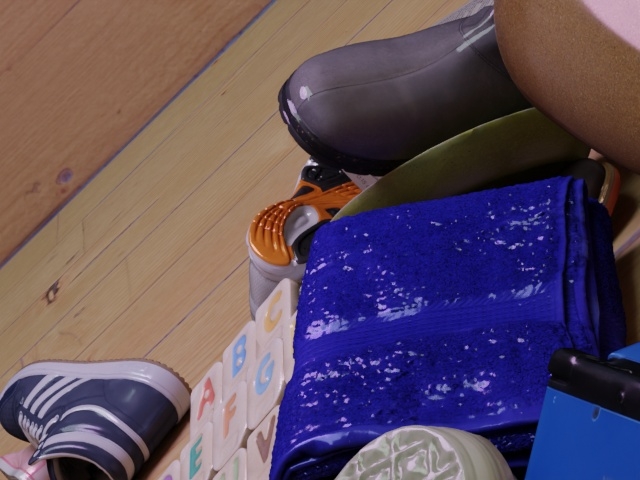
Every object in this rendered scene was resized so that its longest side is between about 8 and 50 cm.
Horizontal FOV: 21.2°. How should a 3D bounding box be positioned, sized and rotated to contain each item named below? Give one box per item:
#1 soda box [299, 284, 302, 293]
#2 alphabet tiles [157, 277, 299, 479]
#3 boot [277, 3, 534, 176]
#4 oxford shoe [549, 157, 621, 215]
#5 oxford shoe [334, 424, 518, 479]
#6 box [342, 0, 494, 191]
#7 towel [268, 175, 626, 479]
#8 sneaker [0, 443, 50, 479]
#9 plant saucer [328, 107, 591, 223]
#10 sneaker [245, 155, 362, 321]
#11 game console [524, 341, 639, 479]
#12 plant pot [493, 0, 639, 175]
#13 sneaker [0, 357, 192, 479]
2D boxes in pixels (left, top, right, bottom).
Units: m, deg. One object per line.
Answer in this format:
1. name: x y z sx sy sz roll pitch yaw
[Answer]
1. soda box: -0.013 0.086 1.516 0.183 0.063 0.058 -46 16 -2
2. alphabet tiles: -0.064 0.170 1.308 0.284 0.021 0.278 -51 26 36
3. boot: 0.140 -0.170 1.277 0.338 0.118 0.223 -16 -26 -35
4. oxford shoe: 0.112 0.024 1.290 0.271 0.098 0.097 -45 15 -1
5. oxford shoe: -0.002 0.307 0.826 0.169 0.130 0.449 24 85 54
6. box: 0.139 -0.128 1.561 0.232 0.127 0.149 -28 22 45
7. towel: 0.088 0.057 1.115 0.227 0.076 0.308 -5 29 8
8. sneaker: -0.315 0.248 1.904 0.070 0.051 0.134 -44 15 -18
9. plant saucer: 0.117 -0.032 1.355 0.241 0.037 0.241 -23 -15 -6
10. sneaker: 0.000 0.000 1.658 0.262 0.099 0.121 -39 -31 -50
11. game console: 0.236 0.133 0.837 0.293 0.173 0.250 -165 88 -73
12. plant pot: 0.265 -0.121 1.112 0.237 0.237 0.254 -42 30 10
13. sneaker: -0.268 0.205 1.748 0.282 0.099 0.153 -11 35 43
